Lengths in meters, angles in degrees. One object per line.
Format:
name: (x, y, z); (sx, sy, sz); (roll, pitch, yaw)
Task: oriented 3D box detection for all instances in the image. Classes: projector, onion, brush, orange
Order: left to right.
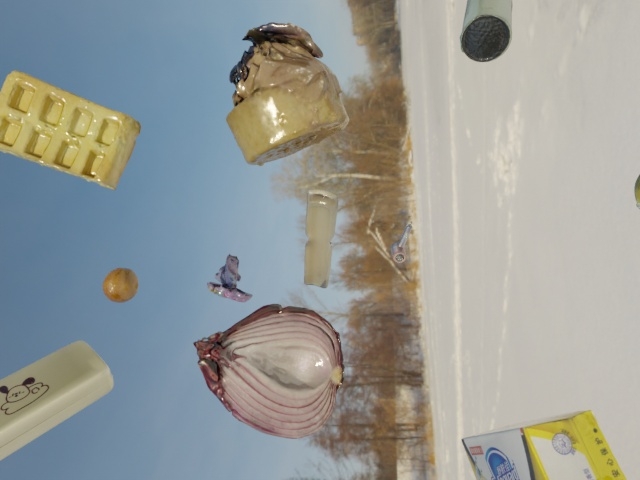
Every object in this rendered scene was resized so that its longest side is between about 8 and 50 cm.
orange: (-0.470, 0.105, 1.055); (0.085, 0.085, 0.084); (-3, -90, -79)
onion: (-0.102, 0.229, 0.823); (0.120, 0.284, 0.226); (-33, 40, 59)
brush: (0.000, 0.000, 0.946); (0.320, 0.060, 0.050); (95, -171, -54)
projector: (0.396, -0.549, 1.056); (0.108, 0.108, 0.337); (75, -153, -46)

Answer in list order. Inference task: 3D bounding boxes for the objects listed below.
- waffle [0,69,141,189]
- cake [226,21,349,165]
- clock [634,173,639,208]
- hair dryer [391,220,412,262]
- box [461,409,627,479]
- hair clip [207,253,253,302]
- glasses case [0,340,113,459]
waffle: (-0.538, -0.228, 0.935); (0.057, 0.275, 0.167); (170, 120, -78)
cake: (-0.117, -0.403, 1.218); (0.332, 0.333, 0.320); (-43, -68, -76)
clock: (0.651, -0.067, 0.730); (0.057, 0.237, 0.237); (-46, -27, -12)
hair dryer: (0.224, -0.001, 1.197); (0.063, 0.037, 0.114); (-82, 10, -65)
box: (0.315, 0.348, 0.642); (0.265, 0.097, 0.168); (95, 159, -65)
hair clip: (-0.263, 0.129, 1.325); (0.090, 0.137, 0.278); (-62, 17, 10)
glasses case: (-0.591, 0.328, 0.892); (0.313, 0.131, 0.070); (-30, -42, -41)
